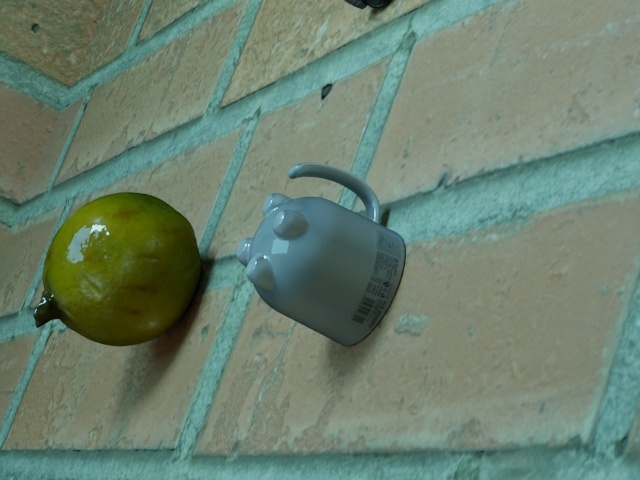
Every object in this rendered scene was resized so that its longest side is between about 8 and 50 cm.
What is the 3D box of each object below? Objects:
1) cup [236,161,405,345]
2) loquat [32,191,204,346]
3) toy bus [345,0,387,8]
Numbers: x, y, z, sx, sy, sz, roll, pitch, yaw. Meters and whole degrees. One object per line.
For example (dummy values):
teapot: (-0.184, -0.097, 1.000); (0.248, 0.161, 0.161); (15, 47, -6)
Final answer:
cup: (0.003, 0.004, 1.751); (0.174, 0.142, 0.134); (-64, 20, -4)
loquat: (-0.287, 0.047, 2.252); (0.246, 0.213, 0.213); (-29, 9, -23)
toy bus: (0.077, -0.376, 2.067); (0.199, 0.108, 0.096); (-33, 36, 53)
